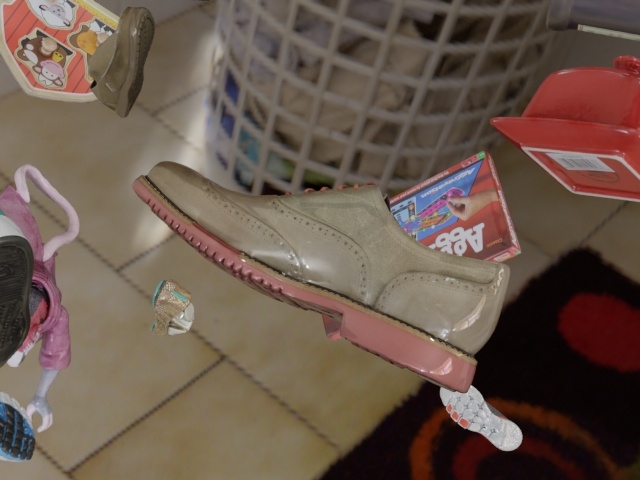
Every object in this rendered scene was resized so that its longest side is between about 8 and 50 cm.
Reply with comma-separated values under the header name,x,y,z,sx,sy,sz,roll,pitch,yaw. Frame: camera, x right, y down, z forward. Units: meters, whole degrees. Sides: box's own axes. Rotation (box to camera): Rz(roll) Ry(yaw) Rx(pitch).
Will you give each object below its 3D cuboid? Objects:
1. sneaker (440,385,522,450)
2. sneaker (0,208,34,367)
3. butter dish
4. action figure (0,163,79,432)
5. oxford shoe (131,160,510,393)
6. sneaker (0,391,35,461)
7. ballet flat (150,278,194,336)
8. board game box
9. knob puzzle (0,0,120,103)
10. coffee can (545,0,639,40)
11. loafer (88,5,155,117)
name,x,y,z,sx,sy,sz,roll,pitch,yaw
sneaker,0.252,0.280,2.065,0.158,0.061,0.065,42,1,-5
sneaker,-0.315,0.011,0.973,0.123,0.295,0.178,-30,75,-32
butter dish,0.263,-0.110,1.152,0.160,0.118,0.160,11,-14,43
action figure,-0.403,0.078,1.795,0.248,0.370,0.276,43,84,-20
oxford shoe,0.000,0.000,1.112,0.348,0.123,0.130,28,88,14
sneaker,-0.392,0.197,1.381,0.190,0.083,0.071,37,35,-43
ballet flat,-0.246,0.126,2.146,0.067,0.206,0.073,27,71,3
board game box,0.112,0.009,1.642,0.027,0.281,0.145,27,42,-51
knob puzzle,-0.325,-0.252,1.629,0.213,0.030,0.213,18,53,-25
coffee can,0.308,-0.219,0.864,0.275,0.202,0.202,12,42,9
loafer,-0.190,-0.167,1.200,0.050,0.148,0.056,20,56,-4
